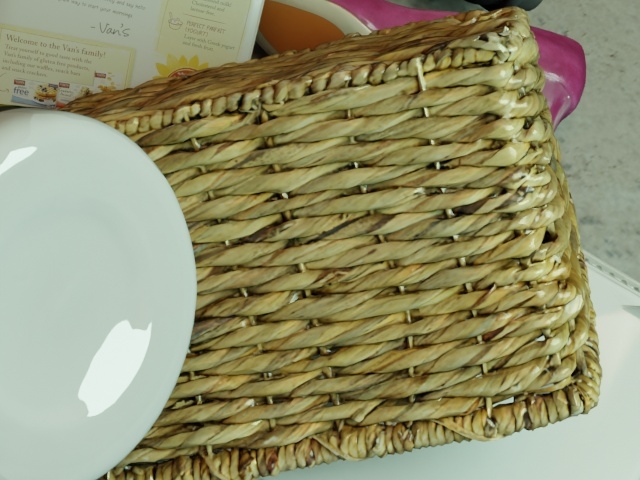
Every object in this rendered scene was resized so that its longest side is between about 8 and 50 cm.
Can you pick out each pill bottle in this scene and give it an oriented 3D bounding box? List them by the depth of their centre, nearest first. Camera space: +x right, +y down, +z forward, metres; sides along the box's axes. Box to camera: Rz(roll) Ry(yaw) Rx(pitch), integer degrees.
[{"bbox_3d":[-0.240,0.015,0.992,0.334,0.188,0.188,9,45,42],"label":"pill bottle"}]

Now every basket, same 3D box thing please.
[{"bbox_3d":[0.000,0.000,1.123,0.299,0.213,0.223,-13,101,8],"label":"basket"}]

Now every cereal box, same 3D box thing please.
[{"bbox_3d":[-0.119,-0.176,1.221,0.173,0.047,0.240,14,95,-5],"label":"cereal box"}]

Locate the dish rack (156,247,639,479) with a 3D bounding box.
[{"bbox_3d":[0.086,0.108,1.165,0.285,0.072,0.333,31,58,5],"label":"dish rack"}]

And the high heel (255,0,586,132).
[{"bbox_3d":[0.065,-0.143,1.310,0.244,0.082,0.117,22,47,6],"label":"high heel"}]

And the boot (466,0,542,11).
[{"bbox_3d":[-0.093,-0.289,1.313,0.445,0.146,0.367,-5,52,-20],"label":"boot"}]
